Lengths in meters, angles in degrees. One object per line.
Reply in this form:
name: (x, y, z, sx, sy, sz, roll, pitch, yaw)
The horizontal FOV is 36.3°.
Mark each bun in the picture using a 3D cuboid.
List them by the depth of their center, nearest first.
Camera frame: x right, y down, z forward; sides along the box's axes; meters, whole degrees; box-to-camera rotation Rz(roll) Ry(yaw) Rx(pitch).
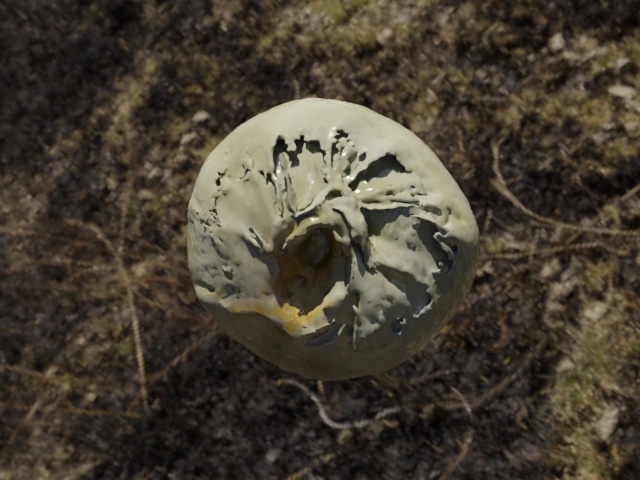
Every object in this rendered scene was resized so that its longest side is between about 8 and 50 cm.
bun: (0.000, 0.000, 0.921, 0.287, 0.287, 0.146, -44, -8, 8)
